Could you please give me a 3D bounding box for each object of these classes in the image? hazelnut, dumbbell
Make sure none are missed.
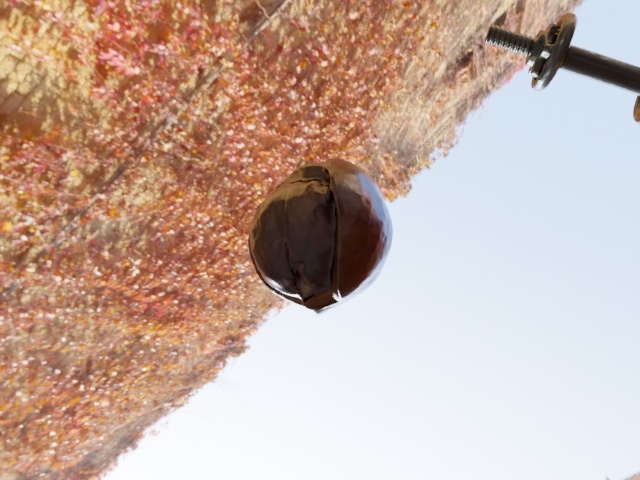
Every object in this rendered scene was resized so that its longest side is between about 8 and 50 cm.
[{"bbox_3d":[-0.002,-0.008,0.609,0.160,0.202,0.170,-27,-102,-21],"label":"hazelnut"},{"bbox_3d":[0.294,-0.176,0.530,0.254,0.110,0.110,22,-94,7],"label":"dumbbell"}]
